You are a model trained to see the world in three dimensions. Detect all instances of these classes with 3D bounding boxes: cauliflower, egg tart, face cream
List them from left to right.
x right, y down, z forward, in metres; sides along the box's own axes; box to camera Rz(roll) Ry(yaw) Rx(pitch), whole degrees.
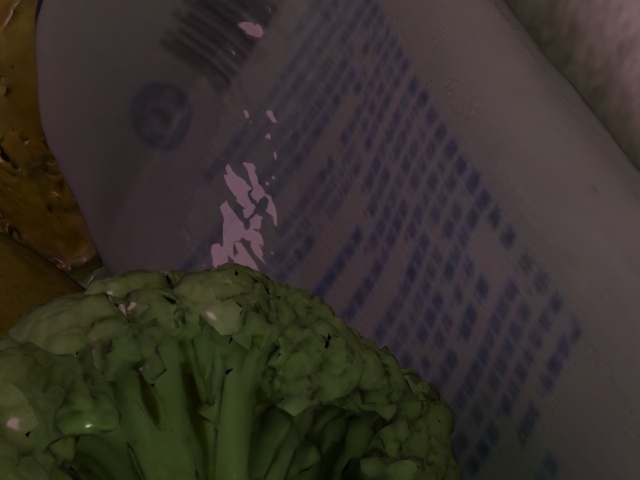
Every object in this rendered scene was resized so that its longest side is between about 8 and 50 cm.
[{"bbox_3d":[-0.130,-0.129,0.853,0.315,0.120,0.315,-37,43,45],"label":"egg tart"},{"bbox_3d":[-0.045,0.147,0.395,0.275,0.250,0.272,-67,-11,10],"label":"cauliflower"},{"bbox_3d":[0.000,0.000,0.562,0.235,0.137,0.420,-55,39,27],"label":"face cream"}]

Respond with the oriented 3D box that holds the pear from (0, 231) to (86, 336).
[{"bbox_3d":[-0.200,0.127,0.642,0.314,0.314,0.314,-39,41,44],"label":"pear"}]
